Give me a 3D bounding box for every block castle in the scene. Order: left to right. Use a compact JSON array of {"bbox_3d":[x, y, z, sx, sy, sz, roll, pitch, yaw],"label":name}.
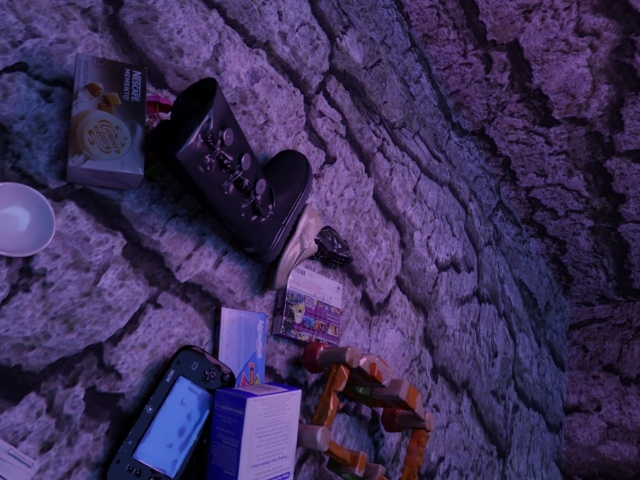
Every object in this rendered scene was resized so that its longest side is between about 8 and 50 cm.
[{"bbox_3d":[0.092,0.499,1.305,0.453,0.212,0.303,44,53,-27],"label":"block castle"}]

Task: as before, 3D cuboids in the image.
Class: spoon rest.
[{"bbox_3d":[-0.589,-0.029,0.803,0.276,0.084,0.137,-11,86,-48],"label":"spoon rest"}]

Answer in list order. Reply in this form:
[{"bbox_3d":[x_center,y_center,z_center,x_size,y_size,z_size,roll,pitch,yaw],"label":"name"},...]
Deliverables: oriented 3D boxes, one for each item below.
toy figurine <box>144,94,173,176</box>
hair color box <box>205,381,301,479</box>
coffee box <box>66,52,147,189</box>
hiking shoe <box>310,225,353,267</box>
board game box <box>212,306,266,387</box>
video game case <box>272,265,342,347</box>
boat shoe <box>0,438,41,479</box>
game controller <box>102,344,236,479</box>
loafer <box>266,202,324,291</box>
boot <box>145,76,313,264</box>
[{"bbox_3d":[-0.376,-0.257,1.119,0.173,0.130,0.159,-36,92,-22],"label":"toy figurine"},{"bbox_3d":[-0.150,0.496,1.049,0.185,0.110,0.339,15,77,-53],"label":"hair color box"},{"bbox_3d":[-0.441,-0.242,0.996,0.141,0.098,0.247,5,73,-27],"label":"coffee box"},{"bbox_3d":[0.000,0.000,1.468,0.226,0.086,0.114,29,35,-33],"label":"hiking shoe"},{"bbox_3d":[-0.198,0.311,1.173,0.145,0.027,0.282,17,65,-42],"label":"board game box"},{"bbox_3d":[-0.031,0.194,1.385,0.232,0.041,0.210,26,58,-40],"label":"video game case"},{"bbox_3d":[-0.550,0.305,0.746,0.258,0.095,0.084,64,37,-27],"label":"boat shoe"},{"bbox_3d":[-0.302,0.382,0.992,0.166,0.067,0.319,47,51,-29],"label":"game controller"},{"bbox_3d":[-0.060,0.025,1.304,0.092,0.102,0.269,29,69,-14],"label":"loafer"},{"bbox_3d":[-0.185,-0.205,1.159,0.445,0.146,0.367,55,41,-49],"label":"boot"}]
